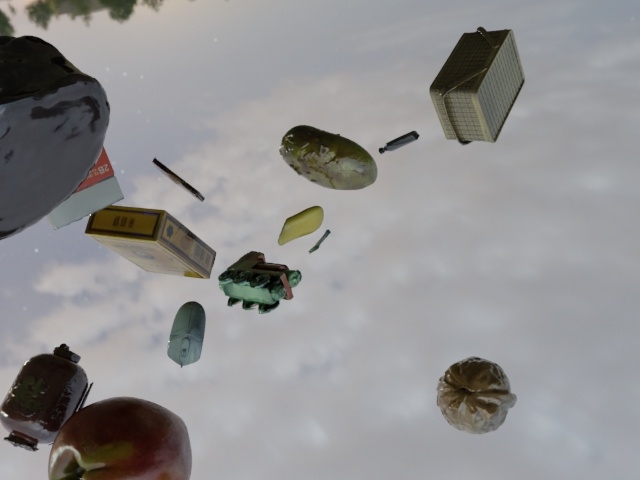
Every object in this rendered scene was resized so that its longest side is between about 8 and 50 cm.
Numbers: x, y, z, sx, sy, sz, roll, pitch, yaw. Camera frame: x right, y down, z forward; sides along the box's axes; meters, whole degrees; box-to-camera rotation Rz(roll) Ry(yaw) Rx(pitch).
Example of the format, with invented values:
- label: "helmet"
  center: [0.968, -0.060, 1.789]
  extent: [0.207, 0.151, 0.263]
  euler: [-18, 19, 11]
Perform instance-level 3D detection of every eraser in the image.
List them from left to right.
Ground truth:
- label: "eraser"
  center: [-0.498, -0.157, 1.274]
  extent: [0.038, 0.230, 0.157]
  euler: [7, -149, 46]

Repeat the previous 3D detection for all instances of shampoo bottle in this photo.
- label: "shampoo bottle"
  center: [0.216, -0.271, 1.818]
  extent: [0.048, 0.027, 0.137]
  euler: [-2, 169, -41]

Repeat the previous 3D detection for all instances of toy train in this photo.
- label: "toy train"
  center: [-0.111, 0.074, 1.210]
  extent: [0.176, 0.074, 0.118]
  euler: [2, -149, 44]

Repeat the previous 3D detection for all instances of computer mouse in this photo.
- label: "computer mouse"
  center: [-0.442, 0.315, 2.159]
  extent: [0.113, 0.228, 0.068]
  euler: [10, 178, -7]

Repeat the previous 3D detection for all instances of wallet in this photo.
- label: "wallet"
  center: [-0.421, -0.177, 1.922]
  extent: [0.026, 0.176, 0.095]
  euler: [-51, 175, -8]

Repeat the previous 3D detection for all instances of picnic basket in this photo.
- label: "picnic basket"
  center: [0.247, -0.240, 1.013]
  extent: [0.080, 0.115, 0.164]
  euler: [10, -122, 39]

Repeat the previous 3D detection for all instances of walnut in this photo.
- label: "walnut"
  center: [0.395, 0.393, 1.656]
  extent: [0.198, 0.245, 0.198]
  euler: [-11, -114, 27]

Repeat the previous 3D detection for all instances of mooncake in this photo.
- label: "mooncake"
  center: [-0.537, -0.148, 0.982]
  extent: [0.212, 0.350, 0.381]
  euler: [41, -154, 20]

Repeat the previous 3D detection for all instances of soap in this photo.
- label: "soap"
  center: [-0.058, -0.045, 1.837]
  extent: [0.169, 0.089, 0.033]
  euler: [-22, -142, -31]

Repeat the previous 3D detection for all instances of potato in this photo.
- label: "potato"
  center: [0.024, -0.231, 1.880]
  extent: [0.298, 0.176, 0.141]
  euler: [23, -116, -3]

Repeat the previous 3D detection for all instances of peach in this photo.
- label: "peach"
  center: [-0.430, 0.496, 1.453]
  extent: [0.308, 0.307, 0.332]
  euler: [7, 168, 35]

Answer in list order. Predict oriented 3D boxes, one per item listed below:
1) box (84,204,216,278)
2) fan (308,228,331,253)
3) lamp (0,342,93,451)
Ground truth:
- label: "box"
  center: [-0.407, 0.008, 1.603]
  extent: [0.193, 0.301, 0.084]
  euler: [5, -108, 17]
- label: "fan"
  center: [0.000, 0.000, 1.972]
  extent: [0.038, 0.016, 0.193]
  euler: [-33, -174, 21]
- label: "lamp"
  center: [-0.661, 0.380, 1.582]
  extent: [0.180, 0.180, 0.258]
  euler: [4, -121, 31]
